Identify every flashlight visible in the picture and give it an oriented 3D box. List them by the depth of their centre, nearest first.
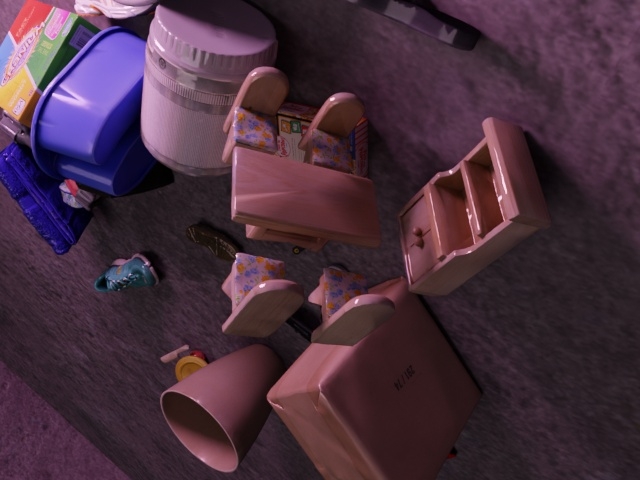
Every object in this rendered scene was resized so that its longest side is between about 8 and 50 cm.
[{"bbox_3d":[-0.668,-0.208,1.508,0.304,0.103,0.103,40,112,-1],"label":"flashlight"}]

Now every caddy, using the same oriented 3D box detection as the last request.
[{"bbox_3d":[-0.418,-0.258,1.178,0.179,0.341,0.241,24,155,13],"label":"caddy"}]

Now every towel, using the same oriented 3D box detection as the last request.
[{"bbox_3d":[-0.738,-0.137,1.618,0.076,0.228,0.308,-18,121,12],"label":"towel"}]

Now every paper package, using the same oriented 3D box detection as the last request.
[{"bbox_3d":[0.115,0.293,1.130,0.168,0.325,0.310,-25,103,48],"label":"paper package"}]

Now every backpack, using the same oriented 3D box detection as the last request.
[{"bbox_3d":[-0.641,-0.145,1.607,0.105,0.114,0.084,21,132,29],"label":"backpack"}]

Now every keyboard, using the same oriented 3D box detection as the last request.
[{"bbox_3d":[-0.038,0.210,1.408,0.180,0.023,0.108,35,160,24],"label":"keyboard"}]

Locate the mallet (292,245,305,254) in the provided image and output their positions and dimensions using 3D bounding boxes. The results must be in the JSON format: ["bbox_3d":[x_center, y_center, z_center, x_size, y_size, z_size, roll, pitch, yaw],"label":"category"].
[{"bbox_3d":[0.000,0.000,1.232,0.062,0.039,0.189,46,143,0],"label":"mallet"}]

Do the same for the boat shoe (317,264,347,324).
[{"bbox_3d":[0.031,0.163,1.289,0.080,0.076,0.229,19,130,30],"label":"boat shoe"}]

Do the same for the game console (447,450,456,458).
[{"bbox_3d":[0.228,0.458,1.388,0.124,0.085,0.144,26,144,-21],"label":"game console"}]

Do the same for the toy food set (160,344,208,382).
[{"bbox_3d":[-0.368,0.401,1.823,0.128,0.071,0.218,-36,96,24],"label":"toy food set"}]

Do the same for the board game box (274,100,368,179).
[{"bbox_3d":[-0.005,-0.169,1.098,0.193,0.045,0.147,19,131,29],"label":"board game box"}]

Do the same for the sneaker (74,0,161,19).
[{"bbox_3d":[-0.401,-0.501,1.158,0.262,0.099,0.121,15,124,31],"label":"sneaker"}]

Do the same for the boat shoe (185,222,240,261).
[{"bbox_3d":[-0.254,0.001,1.446,0.153,0.048,0.056,23,121,17],"label":"boat shoe"}]

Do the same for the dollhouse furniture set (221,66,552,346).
[{"bbox_3d":[0.075,-0.063,0.848,0.393,0.362,0.256,11,145,-24],"label":"dollhouse furniture set"}]

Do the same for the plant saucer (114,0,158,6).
[{"bbox_3d":[-0.277,-0.585,0.946,0.400,0.100,0.401,14,113,38],"label":"plant saucer"}]

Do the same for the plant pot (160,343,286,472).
[{"bbox_3d":[-0.219,0.399,1.528,0.256,0.274,0.257,23,132,28],"label":"plant pot"}]

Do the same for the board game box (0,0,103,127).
[{"bbox_3d":[-0.606,-0.381,1.272,0.316,0.242,0.064,30,180,42],"label":"board game box"}]

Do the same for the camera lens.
[{"bbox_3d":[-0.204,-0.268,1.064,0.219,0.219,0.274,37,137,14],"label":"camera lens"}]

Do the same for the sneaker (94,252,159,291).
[{"bbox_3d":[-0.565,0.112,1.736,0.275,0.110,0.107,-13,110,44],"label":"sneaker"}]

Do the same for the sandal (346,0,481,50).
[{"bbox_3d":[0.113,-0.346,0.842,0.254,0.097,0.055,27,123,9],"label":"sandal"}]

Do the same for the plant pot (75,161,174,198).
[{"bbox_3d":[-0.484,-0.199,1.396,0.188,0.167,0.188,16,129,30],"label":"plant pot"}]
